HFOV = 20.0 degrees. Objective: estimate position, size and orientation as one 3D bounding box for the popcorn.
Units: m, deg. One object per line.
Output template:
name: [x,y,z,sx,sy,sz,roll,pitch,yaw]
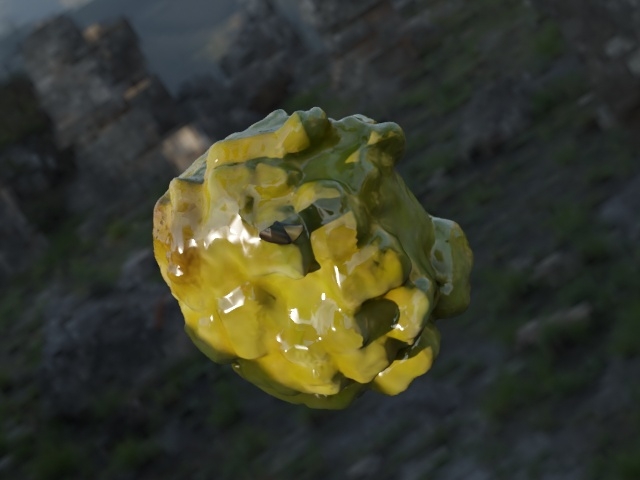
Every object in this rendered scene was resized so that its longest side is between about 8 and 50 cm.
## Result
popcorn: [-0.006,0.005,0.949,0.142,0.174,0.173,-24,2,-39]
